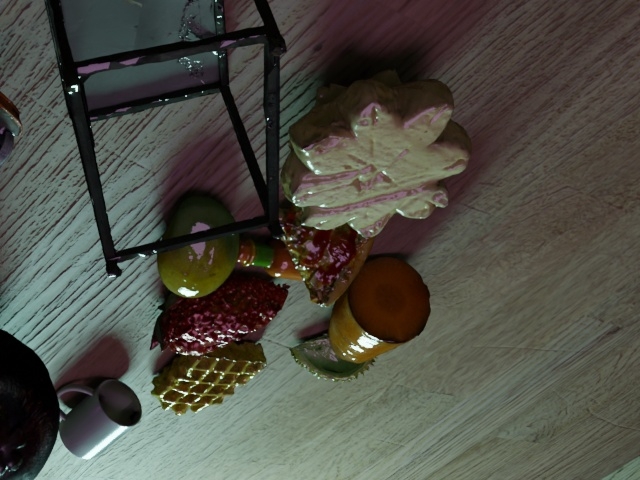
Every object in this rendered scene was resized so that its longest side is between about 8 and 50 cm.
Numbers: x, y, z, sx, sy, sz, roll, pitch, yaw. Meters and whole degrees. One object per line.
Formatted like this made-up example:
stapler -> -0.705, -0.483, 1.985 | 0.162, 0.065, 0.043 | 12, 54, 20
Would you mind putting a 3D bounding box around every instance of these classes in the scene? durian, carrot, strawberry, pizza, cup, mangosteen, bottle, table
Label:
durian -> 0.046, 0.216, 2.149 | 0.215, 0.086, 0.100 | -11, 132, -11
carrot -> 0.089, 0.150, 2.021 | 0.159, 0.159, 0.225 | -5, 154, -23
strawberry -> -0.165, 0.137, 1.890 | 0.228, 0.098, 0.174 | 1, 142, -29
pizza -> 0.000, 0.000, 1.773 | 0.199, 0.062, 0.188 | 29, 85, -32
cup -> -0.414, 0.313, 2.037 | 0.133, 0.136, 0.099 | -41, 176, 29
mangosteen -> -0.566, 0.266, 1.702 | 0.330, 0.330, 0.330 | -14, 147, -10
bottle -> -0.060, 0.029, 1.819 | 0.187, 0.069, 0.069 | 9, 137, -35
table -> -0.180, -0.176, 1.266 | 0.222, 0.272, 0.335 | -13, 146, -10

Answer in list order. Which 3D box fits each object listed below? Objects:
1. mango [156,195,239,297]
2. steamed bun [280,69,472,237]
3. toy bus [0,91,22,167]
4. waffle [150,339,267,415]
mango -> -0.188, 0.010, 1.711 | 0.130, 0.091, 0.194 | -11, 137, -11
steamed bun -> 0.070, -0.142, 1.586 | 0.296, 0.137, 0.292 | 13, 136, -32
toy bus -> -0.512, -0.117, 1.284 | 0.329, 0.153, 0.143 | -28, 148, 14
waffle -> -0.224, 0.259, 2.078 | 0.160, 0.055, 0.211 | 13, 136, -42
